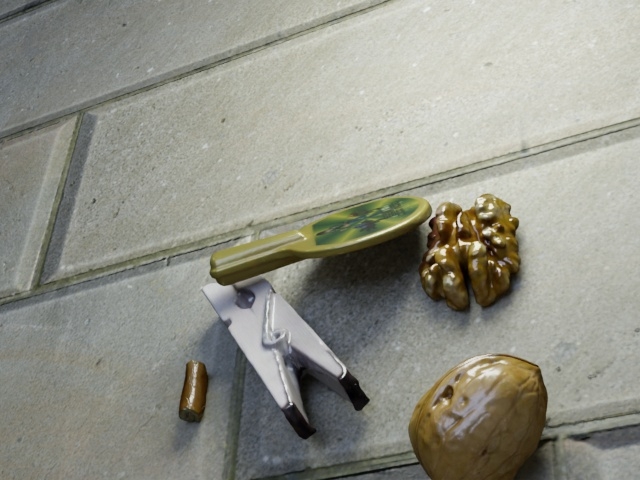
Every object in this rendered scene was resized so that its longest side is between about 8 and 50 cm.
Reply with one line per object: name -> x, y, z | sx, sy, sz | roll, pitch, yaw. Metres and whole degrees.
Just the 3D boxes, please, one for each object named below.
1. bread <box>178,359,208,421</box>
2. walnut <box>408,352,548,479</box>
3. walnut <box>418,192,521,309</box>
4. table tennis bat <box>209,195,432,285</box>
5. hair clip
bread -> -0.177, 0.212, 1.484 | 0.036, 0.047, 0.083 | 4, 53, -2
walnut -> 0.180, 0.203, 1.194 | 0.180, 0.144, 0.144 | -49, 44, 0
walnut -> 0.191, 0.008, 1.398 | 0.143, 0.069, 0.170 | -13, 50, 24
table tennis bat -> 0.000, 0.000, 1.469 | 0.320, 0.050, 0.198 | -16, 14, 4
hair clip -> -0.061, 0.139, 1.440 | 0.101, 0.085, 0.331 | -39, 37, -5
